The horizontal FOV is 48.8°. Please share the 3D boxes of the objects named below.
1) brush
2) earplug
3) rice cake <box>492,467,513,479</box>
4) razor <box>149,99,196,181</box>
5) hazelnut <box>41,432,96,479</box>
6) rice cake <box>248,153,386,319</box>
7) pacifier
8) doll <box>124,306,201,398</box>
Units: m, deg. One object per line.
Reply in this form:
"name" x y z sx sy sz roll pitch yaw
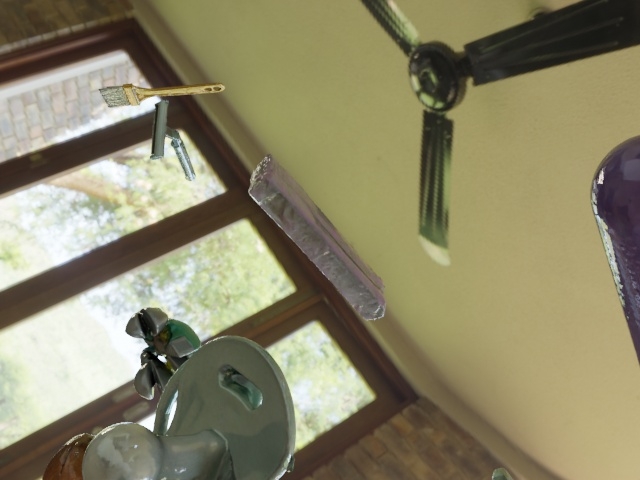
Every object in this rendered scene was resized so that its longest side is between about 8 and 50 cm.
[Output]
"brush" -0.350 -0.334 1.589 0.103 0.273 0.013 109 -26 -77
"earplug" 0.536 0.041 1.053 0.215 0.215 0.455 17 -34 54
"rice cake" 0.355 0.470 1.209 0.030 0.042 0.180 -37 -93 18
"razor" -0.211 -0.130 1.061 0.211 0.036 0.084 76 17 -77
"hazelnut" -0.477 0.467 1.416 0.150 0.150 0.150 41 -35 37
"rice cake" -0.001 0.000 1.106 0.298 0.050 0.106 48 15 -16
"pacifier" -0.188 0.280 0.924 0.288 0.269 0.343 24 -87 44
"doll" -0.342 0.235 1.492 0.194 0.153 0.258 65 -27 0
